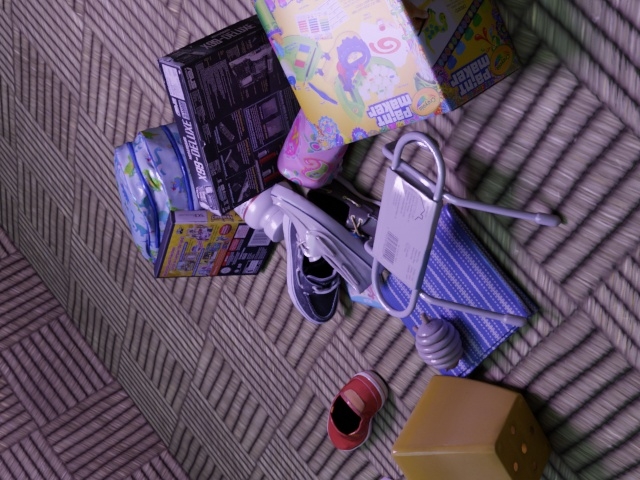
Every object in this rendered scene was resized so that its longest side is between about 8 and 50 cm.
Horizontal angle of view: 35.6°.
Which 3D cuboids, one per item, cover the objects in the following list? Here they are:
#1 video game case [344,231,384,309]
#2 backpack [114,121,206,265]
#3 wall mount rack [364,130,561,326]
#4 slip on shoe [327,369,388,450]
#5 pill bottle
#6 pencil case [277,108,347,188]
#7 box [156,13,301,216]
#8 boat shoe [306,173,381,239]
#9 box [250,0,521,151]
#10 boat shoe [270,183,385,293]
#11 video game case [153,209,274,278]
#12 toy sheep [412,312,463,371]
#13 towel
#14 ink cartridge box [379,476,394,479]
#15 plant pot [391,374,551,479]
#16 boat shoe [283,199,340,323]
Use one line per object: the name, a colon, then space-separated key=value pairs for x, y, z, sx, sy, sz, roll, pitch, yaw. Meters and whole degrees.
video game case: x=0.078 y=0.057 z=2.013 sx=0.119 sy=0.015 sz=0.166 roll=12 pitch=128 yaw=52
backpack: x=-0.347 y=-0.112 z=2.257 sx=0.355 sy=0.273 sz=0.290 roll=-45 pitch=57 yaw=54
wall mount rack: x=0.209 y=-0.008 z=1.615 sx=0.304 sy=0.130 sz=0.350 roll=40 pitch=136 yaw=36
slip on shoe: x=0.063 y=0.404 z=2.283 sx=0.123 sy=0.101 sz=0.331 roll=47 pitch=151 yaw=15
pill bottle: x=-0.133 y=-0.102 z=2.076 sx=0.216 sy=0.121 sz=0.121 roll=46 pitch=149 yaw=19
pencil case: x=0.012 y=-0.200 z=1.769 sx=0.124 sy=0.124 sz=0.284 roll=51 pitch=150 yaw=12
box: x=-0.146 y=-0.235 z=1.844 sx=0.076 sy=0.242 sz=0.308 roll=24 pitch=138 yaw=45
boat shoe: x=0.069 y=-0.045 z=1.873 sx=0.227 sy=0.068 sz=0.081 roll=36 pitch=145 yaw=34
box: x=0.085 y=-0.311 z=1.452 sx=0.290 sy=0.177 sz=0.279 roll=-10 pitch=109 yaw=52
boat shoe: x=0.000 y=0.000 z=1.886 sx=0.267 sy=0.088 sz=0.096 roll=39 pitch=175 yaw=-19
video game case: x=-0.231 y=0.009 z=2.220 sx=0.275 sy=0.248 sz=0.035 roll=120 pitch=144 yaw=-58
toy sheep: x=0.210 y=0.181 z=1.789 sx=0.091 sy=0.091 sz=0.132 roll=2 pitch=135 yaw=56
towel: x=0.240 y=0.106 z=1.803 sx=0.243 sy=0.040 sz=0.336 roll=52 pitch=149 yaw=13
ink cartridge box: x=0.203 y=0.683 z=2.224 sx=0.353 sy=0.207 sz=0.119 roll=14 pitch=128 yaw=52
plant pot: x=0.288 y=0.379 z=1.798 sx=0.187 sy=0.212 sz=0.212 roll=-13 pitch=117 yaw=41
boat shoe: x=-0.005 y=0.063 z=2.033 sx=0.102 sy=0.108 sz=0.301 roll=-132 pitch=29 yaw=-51
